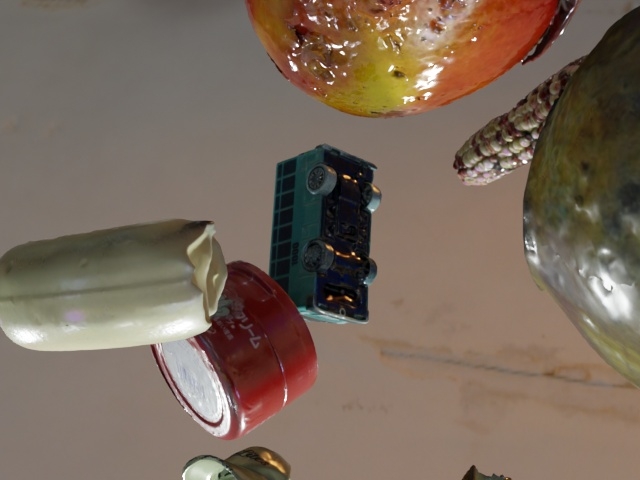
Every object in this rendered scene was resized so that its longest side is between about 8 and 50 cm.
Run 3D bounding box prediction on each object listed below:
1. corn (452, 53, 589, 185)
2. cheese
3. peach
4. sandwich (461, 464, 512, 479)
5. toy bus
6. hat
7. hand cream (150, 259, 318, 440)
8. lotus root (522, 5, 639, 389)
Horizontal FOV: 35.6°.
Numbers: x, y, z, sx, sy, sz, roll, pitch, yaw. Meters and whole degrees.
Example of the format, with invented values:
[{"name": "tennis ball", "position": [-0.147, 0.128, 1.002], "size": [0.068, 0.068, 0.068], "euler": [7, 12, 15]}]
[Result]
[{"name": "corn", "position": [0.287, -0.154, 1.316], "size": [0.280, 0.092, 0.092], "euler": [-32, -152, 48]}, {"name": "cheese", "position": [-0.170, 0.033, 0.642], "size": [0.248, 0.163, 0.071], "euler": [-7, -89, 14]}, {"name": "peach", "position": [0.108, -0.329, 1.110], "size": [0.416, 0.353, 0.339], "euler": [-39, -114, 31]}, {"name": "sandwich", "position": [0.202, 0.433, 1.302], "size": [0.096, 0.094, 0.258], "euler": [-35, -142, 44]}, {"name": "toy bus", "position": [0.000, 0.000, 1.513], "size": [0.147, 0.128, 0.256], "euler": [-14, -114, 45]}, {"name": "hat", "position": [-0.093, 0.268, 1.124], "size": [0.122, 0.166, 0.081], "euler": [-3, -118, 29]}, {"name": "hand cream", "position": [-0.127, 0.155, 1.399], "size": [0.149, 0.230, 0.230], "euler": [-32, -132, -29]}, {"name": "lotus root", "position": [0.269, -0.019, 0.453], "size": [0.345, 0.250, 0.251], "euler": [2, -131, 28]}]
